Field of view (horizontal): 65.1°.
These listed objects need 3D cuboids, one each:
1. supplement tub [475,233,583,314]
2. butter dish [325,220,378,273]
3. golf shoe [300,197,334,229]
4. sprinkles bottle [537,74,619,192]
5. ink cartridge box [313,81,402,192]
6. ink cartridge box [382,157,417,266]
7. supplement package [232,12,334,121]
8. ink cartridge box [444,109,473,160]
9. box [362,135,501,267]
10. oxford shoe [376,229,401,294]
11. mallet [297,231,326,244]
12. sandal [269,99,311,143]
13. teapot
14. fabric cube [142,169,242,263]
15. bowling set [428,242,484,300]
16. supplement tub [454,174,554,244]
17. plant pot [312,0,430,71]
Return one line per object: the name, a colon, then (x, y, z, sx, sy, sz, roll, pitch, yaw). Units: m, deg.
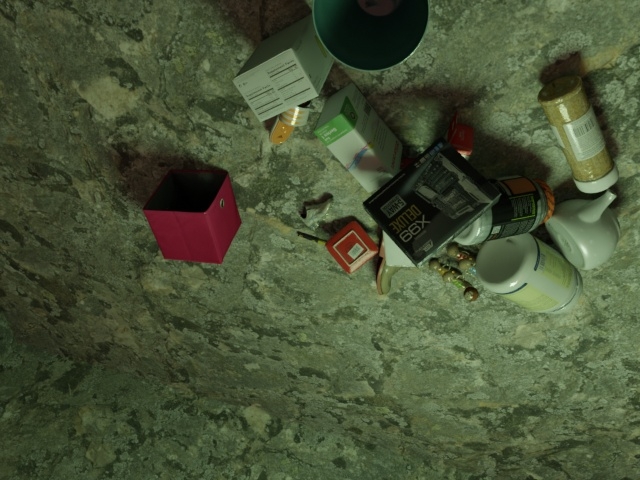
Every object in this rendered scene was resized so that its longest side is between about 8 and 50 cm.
supplement tub: (0.735, 0.116, 1.761, 0.324, 0.236, 0.235, 25, 136, -27)
butter dish: (0.126, 0.023, 1.966, 0.160, 0.118, 0.160, -40, 88, 10)
golf shoe: (-0.016, -0.111, 1.912, 0.086, 0.069, 0.176, 36, 131, -10)
sprinkles bottle: (0.755, -0.303, 1.463, 0.121, 0.121, 0.355, -21, 123, 32)
ink cartridge box: (0.126, -0.319, 1.575, 0.117, 0.201, 0.278, -26, 121, 35)
ink cartridge box: (0.283, -0.097, 1.666, 0.131, 0.306, 0.226, 0, 132, 15)
supplement package: (-0.095, -0.495, 1.431, 0.203, 0.262, 0.145, -17, 126, 29)
ink cartridge box: (0.419, -0.274, 1.580, 0.077, 0.134, 0.231, 16, 135, 2)
box: (0.314, -0.108, 1.439, 0.307, 0.242, 0.076, -39, 161, 0)
oxford shoe: (0.289, 0.094, 1.978, 0.130, 0.123, 0.348, 5, 135, 4)
mallet: (0.000, 0.000, 2.035, 0.189, 0.039, 0.062, 25, 136, -2)
sandal: (-0.090, -0.391, 1.638, 0.101, 0.076, 0.265, -8, 151, -30)
teapot: (0.873, -0.039, 1.629, 0.187, 0.256, 0.253, -32, 100, 5)
fabric cube: (-0.479, -0.093, 1.931, 0.258, 0.254, 0.258, 4, 133, 13)
bowling set: (0.537, 0.111, 1.874, 0.154, 0.200, 0.287, 30, 129, -11)
supplement tub: (0.563, -0.102, 1.585, 0.315, 0.194, 0.194, -10, 139, -20)
plant pot: (0.141, -0.616, 1.295, 0.289, 0.196, 0.290, 9, 134, 9)
